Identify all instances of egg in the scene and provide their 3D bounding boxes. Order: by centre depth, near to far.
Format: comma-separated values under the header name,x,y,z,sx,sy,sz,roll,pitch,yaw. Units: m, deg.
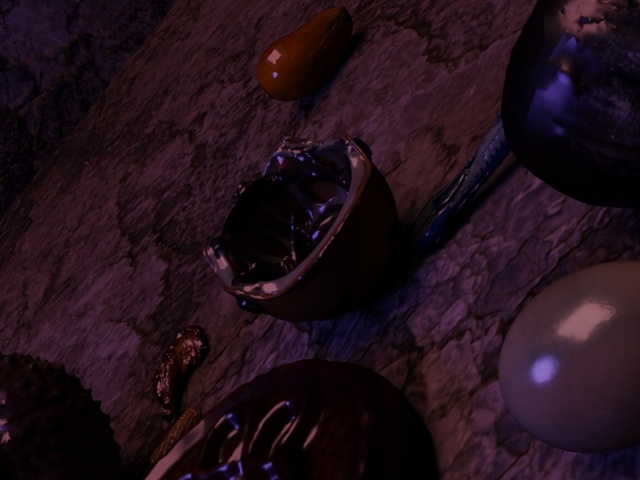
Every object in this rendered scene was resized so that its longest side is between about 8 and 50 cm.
name,x,y,z,sx,sy,sz,roll,pitch,yaw
egg,0.181,0.072,0.816,0.152,0.114,0.114,-36,26,36

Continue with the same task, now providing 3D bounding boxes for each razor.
name,x,y,z,sx,sy,sz,roll,pitch,yaw
razor,0.188,-0.112,1.188,0.324,0.056,0.093,-45,24,15

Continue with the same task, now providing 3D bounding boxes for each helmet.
name,x,y,z,sx,sy,sz,roll,pitch,yaw
helmet,0.000,0.000,1.274,0.198,0.130,0.224,-58,32,-7

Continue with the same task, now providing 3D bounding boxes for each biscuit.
name,x,y,z,sx,sy,sz,roll,pitch,yaw
biscuit,-0.079,0.266,1.054,0.407,0.091,0.407,-42,22,21

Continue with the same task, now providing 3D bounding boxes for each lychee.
name,x,y,z,sx,sy,sz,roll,pitch,yaw
lychee,-0.350,0.258,1.342,0.300,0.300,0.300,-41,23,22

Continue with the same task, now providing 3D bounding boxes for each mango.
name,x,y,z,sx,sy,sz,roll,pitch,yaw
mango,-0.017,-0.250,1.786,0.159,0.084,0.105,-35,1,-15

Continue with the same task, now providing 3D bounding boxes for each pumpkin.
name,x,y,z,sx,sy,sz,roll,pitch,yaw
pumpkin,0.227,-0.131,0.935,0.233,0.163,0.233,-62,-10,-20

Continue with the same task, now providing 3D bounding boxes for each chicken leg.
name,x,y,z,sx,sy,sz,roll,pitch,yaw
chicken leg,-0.163,0.152,1.488,0.062,0.037,0.145,-15,37,35

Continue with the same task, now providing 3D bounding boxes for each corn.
name,x,y,z,sx,sy,sz,roll,pitch,yaw
corn,-0.152,0.213,1.366,0.028,0.027,0.083,12,61,48
